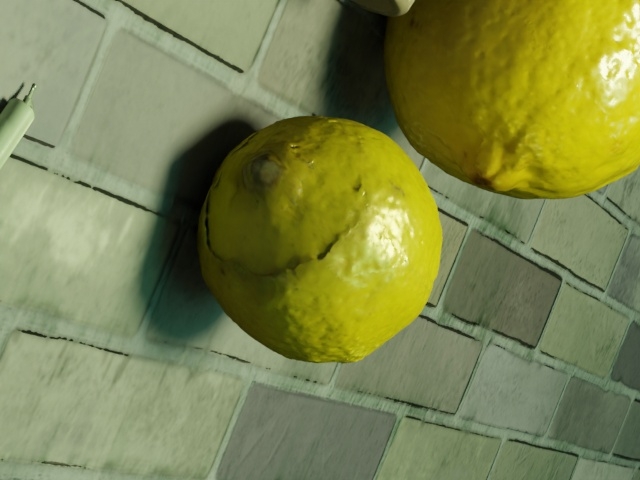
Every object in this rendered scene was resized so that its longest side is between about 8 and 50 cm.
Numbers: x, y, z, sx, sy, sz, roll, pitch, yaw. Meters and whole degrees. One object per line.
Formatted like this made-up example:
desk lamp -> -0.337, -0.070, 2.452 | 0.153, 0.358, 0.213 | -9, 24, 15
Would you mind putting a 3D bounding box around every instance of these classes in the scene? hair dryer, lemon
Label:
hair dryer -> -0.190, -0.047, 1.117 | 0.063, 0.038, 0.124 | 81, 32, -51
lemon -> 0.176, -0.166, 1.556 | 0.260, 0.261, 0.284 | 56, 30, -64
lemon -> -0.001, 0.001, 1.413 | 0.180, 0.181, 0.193 | -54, 173, -31

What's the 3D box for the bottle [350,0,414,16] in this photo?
bottle -> 0.059, -0.244, 1.415 | 0.152, 0.099, 0.099 | -60, 157, -10
